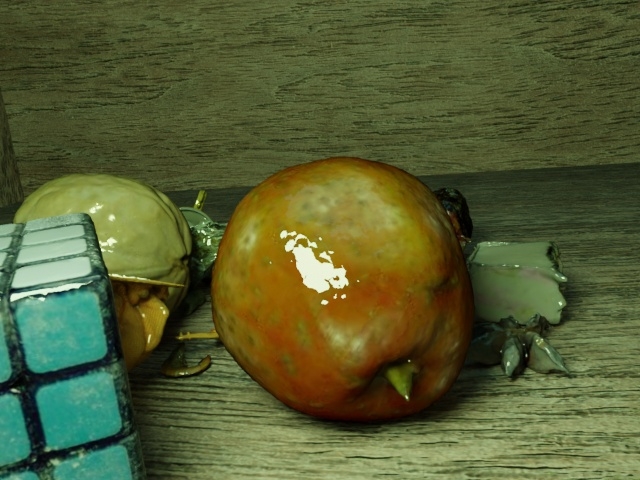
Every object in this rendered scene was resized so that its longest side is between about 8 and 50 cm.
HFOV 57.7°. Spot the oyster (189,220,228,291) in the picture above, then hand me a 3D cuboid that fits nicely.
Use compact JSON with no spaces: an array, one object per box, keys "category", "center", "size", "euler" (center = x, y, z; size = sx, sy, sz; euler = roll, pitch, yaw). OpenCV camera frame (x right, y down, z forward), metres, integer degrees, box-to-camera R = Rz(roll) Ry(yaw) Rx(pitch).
[{"category":"oyster","center":[-0.333,0.039,1.427],"size":[0.350,0.162,0.158],"euler":[-23,34,18]}]

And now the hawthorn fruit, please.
[{"category":"hawthorn fruit","center":[0.043,0.086,0.846],"size":[0.402,0.403,0.403],"euler":[-5,14,1]}]

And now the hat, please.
[{"category":"hat","center":[-0.360,0.167,0.926],"size":[0.233,0.233,0.244],"euler":[6,-5,17]}]

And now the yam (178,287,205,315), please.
[{"category":"yam","center":[-0.303,0.143,1.370],"size":[0.043,0.043,0.094],"euler":[-1,14,16]}]

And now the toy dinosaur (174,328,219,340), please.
[{"category":"toy dinosaur","center":[-0.154,0.171,1.161],"size":[0.288,0.071,0.117],"euler":[-8,3,-25]}]

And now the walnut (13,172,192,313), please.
[{"category":"walnut","center":[-0.450,0.039,1.203],"size":[0.380,0.382,0.381],"euler":[-5,14,1]}]

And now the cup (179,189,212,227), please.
[{"category":"cup","center":[-0.394,-0.041,1.764],"size":[0.185,0.241,0.226],"euler":[22,2,-12]}]

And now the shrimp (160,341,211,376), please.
[{"category":"shrimp","center":[-0.248,0.220,1.083],"size":[0.090,0.025,0.127],"euler":[-7,19,-6]}]

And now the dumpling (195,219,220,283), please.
[{"category":"dumpling","center":[-0.264,0.038,1.571],"size":[0.292,0.164,0.204],"euler":[10,-1,22]}]

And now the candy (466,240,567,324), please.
[{"category":"candy","center":[0.388,0.083,1.159],"size":[0.195,0.137,0.185],"euler":[-1,15,23]}]

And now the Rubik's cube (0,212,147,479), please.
[{"category":"Rubik's cube","center":[-0.392,0.179,0.650],"size":[0.337,0.345,0.343],"euler":[-12,17,-21]}]

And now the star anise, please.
[{"category":"star anise","center":[0.317,0.172,0.986],"size":[0.171,0.063,0.208],"euler":[-3,15,14]}]

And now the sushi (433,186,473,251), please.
[{"category":"sushi","center":[0.264,-0.027,1.591],"size":[0.343,0.197,0.182],"euler":[-1,33,38]}]
